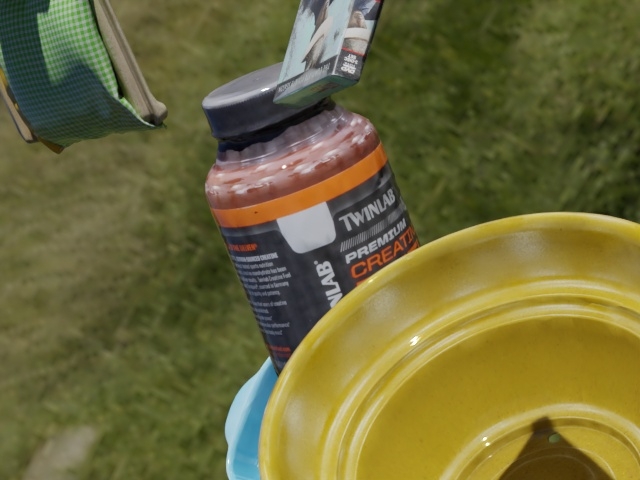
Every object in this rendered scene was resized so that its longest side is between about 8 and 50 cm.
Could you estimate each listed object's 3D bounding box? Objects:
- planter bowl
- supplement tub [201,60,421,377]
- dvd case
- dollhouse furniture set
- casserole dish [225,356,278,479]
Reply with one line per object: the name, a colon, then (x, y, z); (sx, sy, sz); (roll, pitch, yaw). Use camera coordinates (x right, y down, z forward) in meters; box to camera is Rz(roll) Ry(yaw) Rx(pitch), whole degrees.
planter bowl: (0.088, 0.093, 0.818); (0.217, 0.090, 0.217); (-18, 36, 14)
supplement tub: (0.000, 0.000, 1.020); (0.106, 0.198, 0.106); (-20, 15, 6)
dvd case: (0.014, -0.111, 0.682); (0.087, 0.013, 0.119); (173, 112, -74)
dollhouse furniture set: (-0.287, -0.192, 1.510); (0.151, 0.301, 0.197); (-32, 16, -31)
casserole dish: (0.027, 0.118, 1.090); (0.188, 0.037, 0.114); (4, 63, 37)
